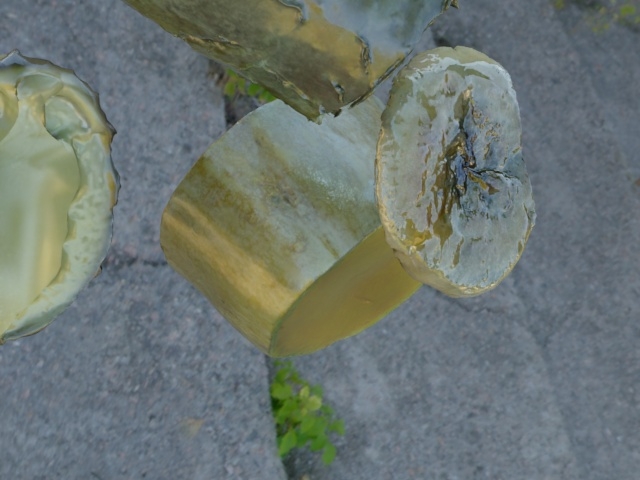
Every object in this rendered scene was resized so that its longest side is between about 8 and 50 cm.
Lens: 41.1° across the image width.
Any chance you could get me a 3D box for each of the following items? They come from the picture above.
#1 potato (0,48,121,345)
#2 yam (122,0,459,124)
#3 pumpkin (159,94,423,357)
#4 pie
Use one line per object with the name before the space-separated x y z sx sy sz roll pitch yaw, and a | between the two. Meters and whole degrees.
potato | -0.334 -0.056 0.836 0.243 0.285 0.242 10 15 -3
yam | -0.059 -0.222 0.597 0.300 0.195 0.195 32 51 -17
pumpkin | 0.000 0.000 1.004 0.332 0.332 0.199 -14 52 -33
pie | 0.111 -0.055 0.740 0.185 0.052 0.218 -23 107 -35
